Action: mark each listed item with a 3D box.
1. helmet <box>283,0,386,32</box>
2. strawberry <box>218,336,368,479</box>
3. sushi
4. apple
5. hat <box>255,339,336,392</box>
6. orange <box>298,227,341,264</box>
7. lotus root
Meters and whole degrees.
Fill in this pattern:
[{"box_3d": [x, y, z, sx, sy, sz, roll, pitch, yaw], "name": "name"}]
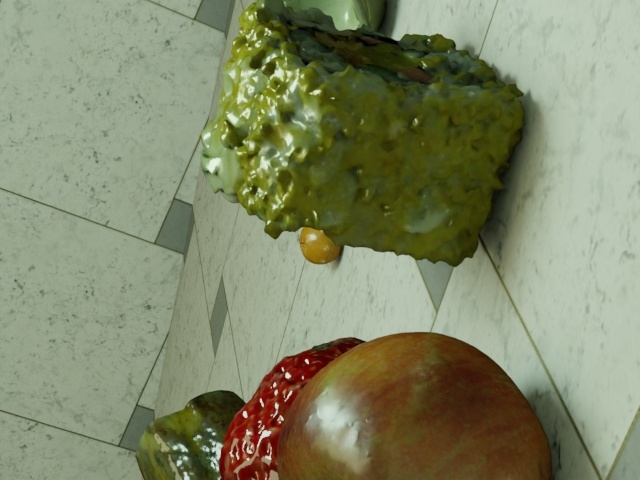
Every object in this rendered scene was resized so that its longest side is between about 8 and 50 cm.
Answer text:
[{"box_3d": [0.037, -0.389, 2.143, 0.204, 0.137, 0.257, 40, 142, 26], "name": "helmet"}, {"box_3d": [0.027, 0.263, 1.620, 0.310, 0.292, 0.292, -70, 13, -12], "name": "strawberry"}, {"box_3d": [0.033, -0.148, 1.616, 0.396, 0.351, 0.240, -119, 39, -63], "name": "sushi"}, {"box_3d": [0.106, 0.229, 1.357, 0.301, 0.302, 0.301, -172, 90, -75], "name": "apple"}, {"box_3d": [-0.045, 0.284, 2.119, 0.257, 0.130, 0.257, -173, 90, -76], "name": "hat"}, {"box_3d": [0.000, 0.000, 2.206, 0.083, 0.070, 0.083, -177, 90, -75], "name": "orange"}, {"box_3d": [-0.160, 0.445, 2.212, 0.346, 0.250, 0.250, 57, 142, 36], "name": "lotus root"}]
